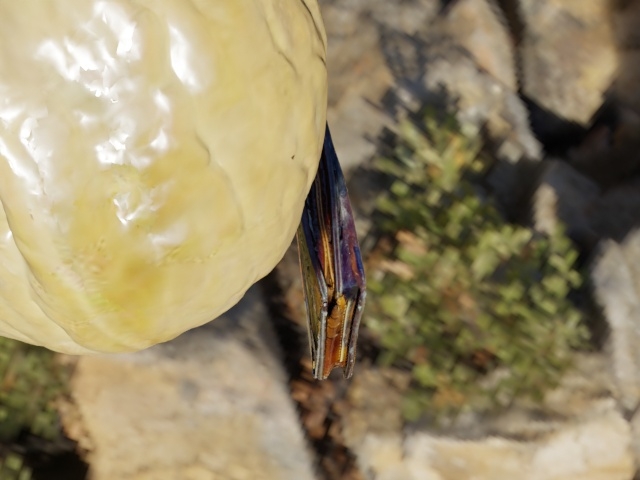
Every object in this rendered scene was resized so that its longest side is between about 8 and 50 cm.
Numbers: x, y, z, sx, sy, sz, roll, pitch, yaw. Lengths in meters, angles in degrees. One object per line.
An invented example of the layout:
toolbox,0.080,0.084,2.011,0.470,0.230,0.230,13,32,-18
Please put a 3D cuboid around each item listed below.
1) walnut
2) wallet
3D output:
walnut,-0.139,-0.092,1.099,0.277,0.313,0.252,0,41,37
wallet,-0.003,0.000,1.622,0.042,0.161,0.195,-7,63,-8
